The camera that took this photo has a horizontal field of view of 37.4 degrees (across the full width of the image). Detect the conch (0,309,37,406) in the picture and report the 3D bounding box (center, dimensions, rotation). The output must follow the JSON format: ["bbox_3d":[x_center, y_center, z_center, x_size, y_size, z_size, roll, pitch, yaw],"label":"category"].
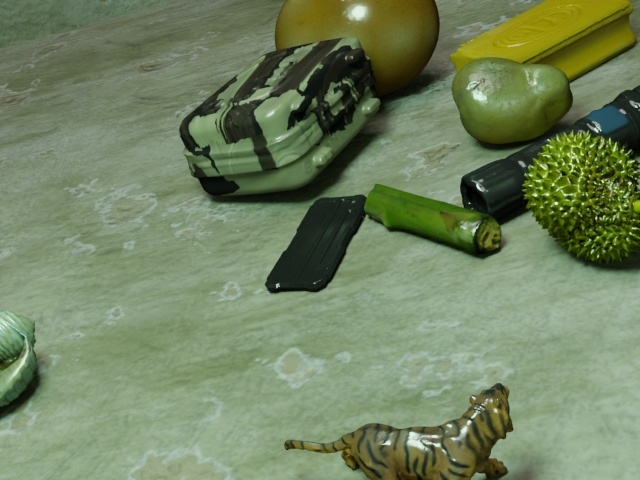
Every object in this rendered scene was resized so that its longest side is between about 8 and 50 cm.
[{"bbox_3d":[-0.450,0.174,1.324,0.135,0.102,0.153,22,79,34],"label":"conch"}]

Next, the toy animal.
[{"bbox_3d":[0.068,0.217,0.954,0.255,0.116,0.114,-4,29,23],"label":"toy animal"}]

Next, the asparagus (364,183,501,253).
[{"bbox_3d":[0.154,-0.037,1.419,0.067,0.060,0.277,-43,36,-23],"label":"asparagus"}]

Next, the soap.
[{"bbox_3d":[0.427,-0.374,1.833,0.324,0.096,0.204,-30,32,-24],"label":"soap"}]

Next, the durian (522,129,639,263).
[{"bbox_3d":[0.353,-0.048,1.242,0.146,0.159,0.198,-33,64,-9],"label":"durian"}]

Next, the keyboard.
[{"bbox_3d":[0.000,0.000,1.479,0.106,0.016,0.262,-4,31,23],"label":"keyboard"}]

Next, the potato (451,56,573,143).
[{"bbox_3d":[0.325,-0.242,1.599,0.194,0.157,0.157,-11,29,12],"label":"potato"}]

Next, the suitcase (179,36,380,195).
[{"bbox_3d":[-0.088,-0.218,1.738,0.339,0.194,0.351,-3,32,37],"label":"suitcase"}]

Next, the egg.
[{"bbox_3d":[0.071,-0.424,1.918,0.351,0.283,0.282,-11,27,34],"label":"egg"}]

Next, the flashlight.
[{"bbox_3d":[0.400,-0.140,1.447,0.424,0.103,0.103,-27,30,-14],"label":"flashlight"}]
